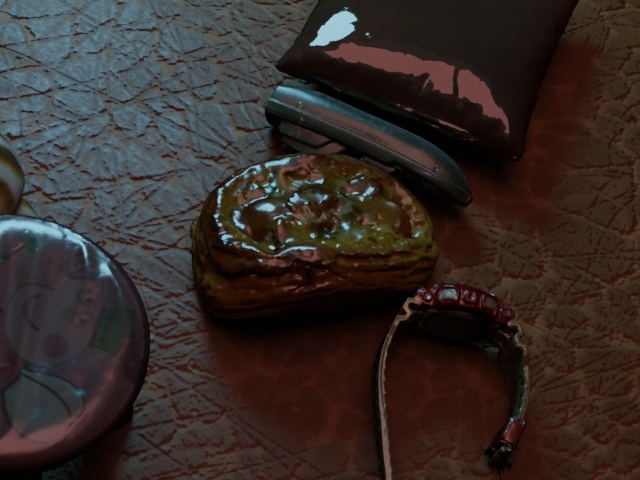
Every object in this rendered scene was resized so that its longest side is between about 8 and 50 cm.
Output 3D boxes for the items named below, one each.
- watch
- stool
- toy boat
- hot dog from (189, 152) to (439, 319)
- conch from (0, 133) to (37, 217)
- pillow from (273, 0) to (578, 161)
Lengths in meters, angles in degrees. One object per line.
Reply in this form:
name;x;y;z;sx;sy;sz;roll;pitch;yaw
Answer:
watch;0.135;0.174;1.646;0.165;0.102;0.268;4;63;-10
stool;-0.302;0.129;1.524;0.272;0.178;0.272;6;55;-8
toy boat;0.054;-0.097;1.822;0.261;0.078;0.085;25;78;8
hot dog;0.000;0.000;1.713;0.272;0.122;0.196;-7;48;-14
conch;-0.388;-0.045;1.648;0.275;0.183;0.149;47;28;13
pillow;0.136;-0.254;1.924;0.308;0.108;0.305;21;53;4
